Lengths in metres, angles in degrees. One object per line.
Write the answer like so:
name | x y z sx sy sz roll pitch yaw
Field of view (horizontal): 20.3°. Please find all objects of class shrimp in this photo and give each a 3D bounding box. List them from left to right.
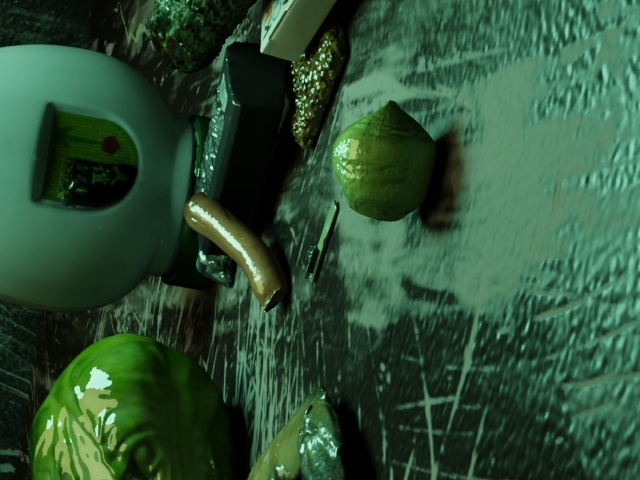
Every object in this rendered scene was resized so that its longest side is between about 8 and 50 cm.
shrimp | -0.015 0.276 1.462 0.445 0.085 0.272 -128 55 -75

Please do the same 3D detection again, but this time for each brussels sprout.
brussels sprout | -0.188 0.238 1.856 0.219 0.210 0.271 -49 39 20

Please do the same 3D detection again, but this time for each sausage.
sausage | -0.086 0.007 1.832 0.177 0.047 0.040 44 158 39

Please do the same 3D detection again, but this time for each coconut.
coconut | 0.050 -0.063 1.415 0.088 0.087 0.096 -165 80 -74

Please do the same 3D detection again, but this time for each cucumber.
cucumber | -0.104 -0.263 1.799 0.359 0.096 0.096 137 141 -59

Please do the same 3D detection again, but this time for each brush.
brush | 0.000 0.000 1.682 0.016 0.013 0.084 -104 30 -60

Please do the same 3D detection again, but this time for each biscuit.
biscuit | -0.012 -0.209 1.831 0.231 0.025 0.131 -100 25 -50

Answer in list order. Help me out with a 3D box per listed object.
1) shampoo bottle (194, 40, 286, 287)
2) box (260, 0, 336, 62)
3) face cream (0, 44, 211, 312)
shampoo bottle | -0.096 -0.069 1.928 0.309 0.071 0.098 108 158 -47
box | 0.011 -0.356 1.751 0.265 0.048 0.273 126 151 -48
face cream | -0.291 -0.071 2.110 0.219 0.357 0.312 147 131 -69
